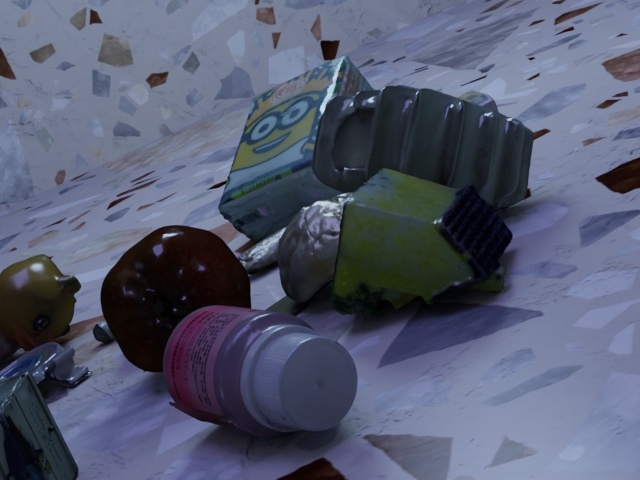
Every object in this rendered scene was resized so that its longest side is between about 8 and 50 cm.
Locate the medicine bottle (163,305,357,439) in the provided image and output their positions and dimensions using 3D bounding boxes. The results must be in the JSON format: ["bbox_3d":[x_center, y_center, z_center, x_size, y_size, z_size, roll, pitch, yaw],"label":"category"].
[{"bbox_3d":[-0.068,0.148,1.445,0.147,0.147,0.247,-31,18,-30],"label":"medicine bottle"}]

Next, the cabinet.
[{"bbox_3d":[-0.388,0.272,1.466,0.150,0.145,0.206,-20,15,8],"label":"cabinet"}]

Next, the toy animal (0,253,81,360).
[{"bbox_3d":[-0.524,0.121,2.160,0.281,0.169,0.195,-15,-18,19],"label":"toy animal"}]

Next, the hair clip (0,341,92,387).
[{"bbox_3d":[-0.441,0.206,1.976,0.220,0.054,0.140,-13,24,44],"label":"hair clip"}]

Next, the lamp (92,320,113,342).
[{"bbox_3d":[-0.301,0.104,2.073,0.163,0.091,0.091,-46,22,-18],"label":"lamp"}]

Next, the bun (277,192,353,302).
[{"bbox_3d":[0.000,0.000,1.823,0.183,0.102,0.183,-47,3,3],"label":"bun"}]

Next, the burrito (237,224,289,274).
[{"bbox_3d":[-0.065,0.007,2.112,0.188,0.045,0.058,-33,11,-28],"label":"burrito"}]

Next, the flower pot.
[{"bbox_3d":[0.133,-0.128,1.933,0.254,0.165,0.367,11,-4,-27],"label":"flower pot"}]

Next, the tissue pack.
[{"bbox_3d":[-0.038,-0.165,2.292,0.228,0.128,0.311,-22,36,31],"label":"tissue pack"}]

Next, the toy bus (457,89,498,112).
[{"bbox_3d":[0.204,-0.180,2.296,0.268,0.092,0.106,-29,25,-23],"label":"toy bus"}]

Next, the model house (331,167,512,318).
[{"bbox_3d":[0.145,0.019,1.671,0.211,0.170,0.194,13,19,16],"label":"model house"}]

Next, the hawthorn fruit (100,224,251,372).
[{"bbox_3d":[-0.185,0.080,1.793,0.208,0.208,0.248,-19,-1,13],"label":"hawthorn fruit"}]

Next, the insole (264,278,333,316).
[{"bbox_3d":[-0.029,0.079,1.888,0.086,0.005,0.253,-8,20,41],"label":"insole"}]
